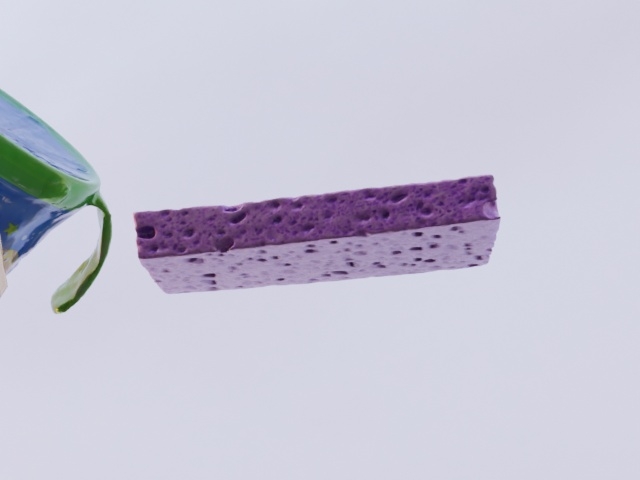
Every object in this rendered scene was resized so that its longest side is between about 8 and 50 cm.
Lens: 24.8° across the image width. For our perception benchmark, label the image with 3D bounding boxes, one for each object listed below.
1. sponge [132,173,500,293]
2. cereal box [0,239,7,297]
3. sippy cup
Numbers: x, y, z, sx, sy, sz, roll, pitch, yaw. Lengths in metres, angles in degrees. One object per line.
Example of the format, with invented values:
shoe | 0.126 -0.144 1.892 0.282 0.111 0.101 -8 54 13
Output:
sponge | 0.000 0.000 0.878 0.210 0.117 0.031 -6 -104 2
cereal box | -0.386 -0.032 1.218 0.240 0.047 0.173 16 -41 10
sippy cup | -0.380 -0.039 1.475 0.305 0.240 0.224 39 -83 10
